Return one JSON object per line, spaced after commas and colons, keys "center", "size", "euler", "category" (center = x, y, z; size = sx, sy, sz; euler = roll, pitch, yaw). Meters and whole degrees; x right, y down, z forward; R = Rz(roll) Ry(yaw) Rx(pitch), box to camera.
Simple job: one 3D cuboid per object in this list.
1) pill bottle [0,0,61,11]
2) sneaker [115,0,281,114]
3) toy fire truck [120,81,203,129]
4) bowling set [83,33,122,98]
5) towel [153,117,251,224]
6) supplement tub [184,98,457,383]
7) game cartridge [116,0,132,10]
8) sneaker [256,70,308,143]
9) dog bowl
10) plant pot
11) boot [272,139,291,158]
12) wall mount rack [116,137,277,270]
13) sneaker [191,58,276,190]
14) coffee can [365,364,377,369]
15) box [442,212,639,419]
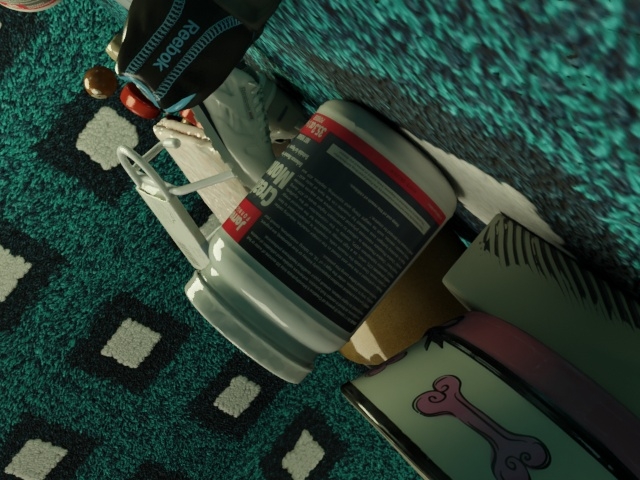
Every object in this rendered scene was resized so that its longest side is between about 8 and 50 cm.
{"center": [-0.472, -0.454, 1.131], "size": [0.176, 0.176, 0.318], "euler": [40, 180, -5], "category": "pill bottle"}
{"center": [-0.130, -0.194, 0.711], "size": [0.125, 0.140, 0.341], "euler": [37, -178, -12], "category": "sneaker"}
{"center": [-0.297, -0.345, 1.826], "size": [0.302, 0.169, 0.254], "euler": [40, -156, 10], "category": "toy fire truck"}
{"center": [-0.281, -0.292, 1.303], "size": [0.154, 0.200, 0.287], "euler": [38, -175, -20], "category": "bowling set"}
{"center": [-0.143, -0.070, 1.406], "size": [0.317, 0.053, 0.332], "euler": [22, 150, 55], "category": "towel"}
{"center": [0.000, 0.000, 0.858], "size": [0.191, 0.272, 0.191], "euler": [40, 180, 0], "category": "supplement tub"}
{"center": [-0.246, -0.334, 0.837], "size": [0.198, 0.062, 0.297], "euler": [42, 177, 25], "category": "game cartridge"}
{"center": [-0.087, -0.184, 1.183], "size": [0.115, 0.105, 0.281], "euler": [34, -176, -14], "category": "sneaker"}
{"center": [0.212, 0.234, 0.727], "size": [0.408, 0.150, 0.408], "euler": [45, 172, 8], "category": "dog bowl"}
{"center": [0.062, -0.005, 1.062], "size": [0.254, 0.237, 0.237], "euler": [57, 172, -26], "category": "plant pot"}
{"center": [-0.182, -0.290, 1.621], "size": [0.305, 0.112, 0.115], "euler": [35, -149, -14], "category": "boot"}
{"center": [-0.151, -0.036, 1.213], "size": [0.304, 0.130, 0.350], "euler": [21, 150, 49], "category": "wall mount rack"}
{"center": [-0.106, -0.166, 1.002], "size": [0.235, 0.095, 0.090], "euler": [57, -172, -18], "category": "sneaker"}
{"center": [0.140, 0.115, 1.649], "size": [0.201, 0.275, 0.201], "euler": [40, 180, 0], "category": "coffee can"}
{"center": [0.252, 0.093, 0.726], "size": [0.275, 0.094, 0.113], "euler": [39, 179, 38], "category": "box"}
